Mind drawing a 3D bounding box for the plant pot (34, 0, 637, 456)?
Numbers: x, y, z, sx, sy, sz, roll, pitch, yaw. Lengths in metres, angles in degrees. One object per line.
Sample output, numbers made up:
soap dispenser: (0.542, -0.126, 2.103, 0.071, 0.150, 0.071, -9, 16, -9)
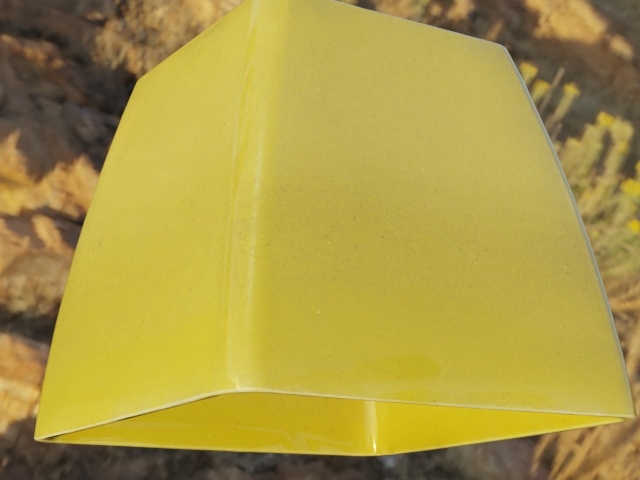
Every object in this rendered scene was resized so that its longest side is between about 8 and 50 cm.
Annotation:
plant pot: (0.000, 0.000, 0.635, 0.212, 0.187, 0.212, 8, -16, -32)
